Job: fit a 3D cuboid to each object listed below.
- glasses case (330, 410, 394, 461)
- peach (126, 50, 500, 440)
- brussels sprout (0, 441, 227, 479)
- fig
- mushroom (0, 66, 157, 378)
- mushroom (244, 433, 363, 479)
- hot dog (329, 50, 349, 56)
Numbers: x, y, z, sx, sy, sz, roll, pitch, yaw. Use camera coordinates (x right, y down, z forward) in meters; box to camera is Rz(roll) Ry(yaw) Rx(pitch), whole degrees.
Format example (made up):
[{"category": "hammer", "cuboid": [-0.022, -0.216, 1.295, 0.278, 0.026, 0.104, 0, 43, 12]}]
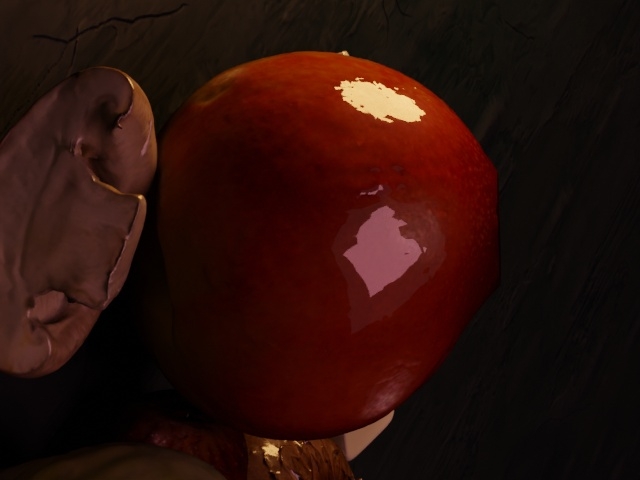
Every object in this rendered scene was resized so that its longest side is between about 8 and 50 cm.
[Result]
[{"category": "glasses case", "cuboid": [0.024, 0.109, 1.956, 0.131, 0.070, 0.313, -38, 130, -49]}, {"category": "peach", "cuboid": [0.000, 0.000, 1.568, 0.388, 0.388, 0.388, -26, 121, -55]}, {"category": "brussels sprout", "cuboid": [-0.179, 0.312, 1.405, 0.273, 0.316, 0.243, -36, 155, -11]}, {"category": "fig", "cuboid": [-0.164, 0.260, 1.611, 0.175, 0.175, 0.207, -5, 123, -59]}, {"category": "mushroom", "cuboid": [-0.216, -0.015, 1.444, 0.286, 0.156, 0.151, -69, 162, 4]}, {"category": "mushroom", "cuboid": [-0.051, 0.336, 1.807, 0.297, 0.163, 0.278, -11, 108, -60]}, {"category": "hot dog", "cuboid": [-0.030, -0.142, 1.795, 0.252, 0.069, 0.131, -24, 129, -52]}]
